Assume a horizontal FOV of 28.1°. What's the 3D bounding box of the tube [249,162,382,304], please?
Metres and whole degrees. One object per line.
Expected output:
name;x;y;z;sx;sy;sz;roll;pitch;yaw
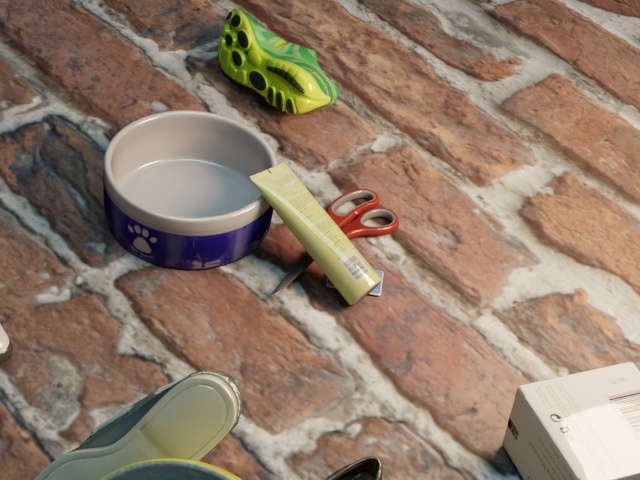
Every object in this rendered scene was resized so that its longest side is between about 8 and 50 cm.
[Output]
tube;-0.006;-0.014;1.889;0.062;0.070;0.240;-38;83;-5

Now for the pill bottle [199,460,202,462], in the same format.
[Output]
pill bottle;-0.182;0.297;1.565;0.086;0.086;0.152;-7;45;-17

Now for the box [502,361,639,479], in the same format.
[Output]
box;0.362;0.272;1.658;0.182;0.119;0.181;-10;42;-19

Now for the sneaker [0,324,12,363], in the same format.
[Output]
sneaker;-0.523;0.055;1.723;0.270;0.145;0.090;36;48;26

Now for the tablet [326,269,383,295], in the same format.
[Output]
tablet;0.052;0.058;1.926;0.083;0.006;0.054;10;42;0

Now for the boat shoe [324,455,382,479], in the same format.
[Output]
boat shoe;0.000;0.340;1.560;0.080;0.073;0.223;32;47;23

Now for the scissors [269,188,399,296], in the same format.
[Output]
scissors;0.000;0.000;1.971;0.297;0.021;0.109;-30;55;-34

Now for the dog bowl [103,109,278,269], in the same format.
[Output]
dog bowl;-0.199;-0.080;1.958;0.265;0.104;0.265;5;42;-4

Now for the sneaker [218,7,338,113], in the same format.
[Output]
sneaker;-0.079;-0.306;2.247;0.123;0.109;0.295;0;36;-44

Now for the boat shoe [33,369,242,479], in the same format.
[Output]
boat shoe;-0.222;0.259;1.515;0.116;0.319;0.099;52;12;-3

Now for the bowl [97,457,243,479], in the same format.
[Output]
bowl;-0.147;0.378;1.409;0.290;0.289;0.156;18;0;10
